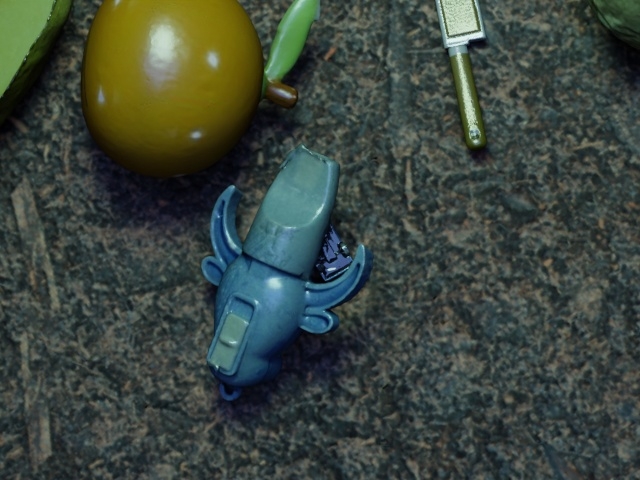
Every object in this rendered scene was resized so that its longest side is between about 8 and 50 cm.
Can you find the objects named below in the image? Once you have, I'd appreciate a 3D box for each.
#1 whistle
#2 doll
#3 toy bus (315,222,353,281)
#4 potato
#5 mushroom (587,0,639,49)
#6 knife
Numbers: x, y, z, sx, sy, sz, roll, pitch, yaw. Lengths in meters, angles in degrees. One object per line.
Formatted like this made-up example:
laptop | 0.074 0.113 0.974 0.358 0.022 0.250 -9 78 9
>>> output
whistle | -0.047 0.036 1.621 0.180 0.093 0.269 26 97 26
doll | -0.122 -0.165 1.635 0.236 0.213 0.213 5 80 -11
toy bus | 0.000 0.000 1.671 0.038 0.046 0.083 -30 83 -2
potato | -0.348 -0.199 1.688 0.160 0.111 0.271 31 91 21
mushroom | 0.377 -0.275 1.645 0.189 0.164 0.267 42 48 -15
knife | 0.151 -0.216 1.712 0.046 0.022 0.256 -11 75 8
